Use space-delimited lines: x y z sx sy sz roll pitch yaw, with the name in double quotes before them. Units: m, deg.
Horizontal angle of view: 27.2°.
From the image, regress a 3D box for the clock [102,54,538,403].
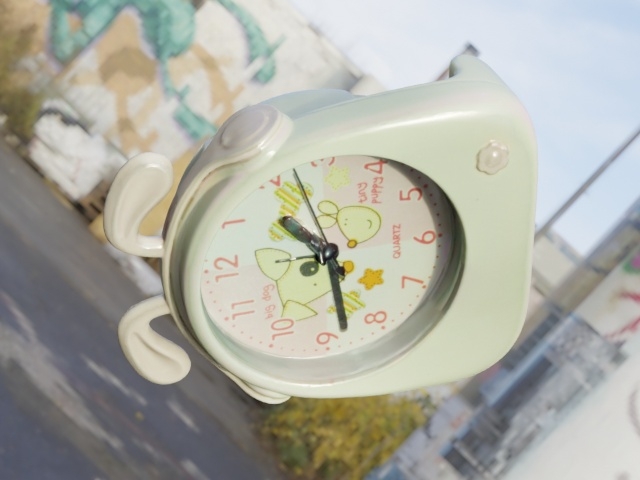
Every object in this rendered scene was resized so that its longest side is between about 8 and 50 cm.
"clock" 0.000 0.000 0.594 0.062 0.191 0.151 -114 -161 -55
